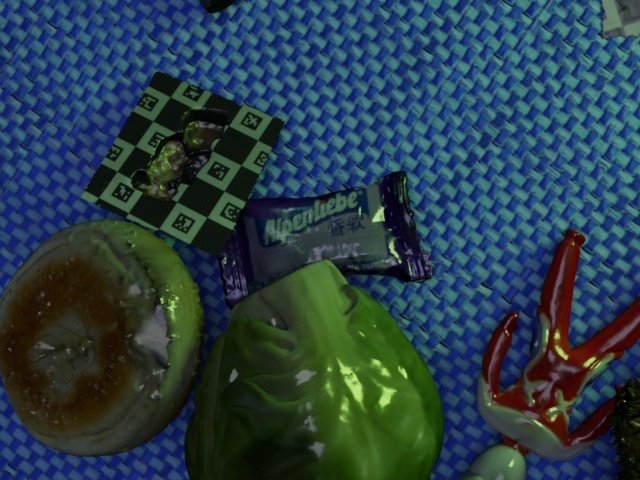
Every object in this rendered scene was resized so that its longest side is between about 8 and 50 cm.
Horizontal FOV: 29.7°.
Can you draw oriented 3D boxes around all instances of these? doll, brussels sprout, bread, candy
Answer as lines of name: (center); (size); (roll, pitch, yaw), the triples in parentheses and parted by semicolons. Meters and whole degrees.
doll: (0.283, 0.185, 1.497); (0.188, 0.099, 0.384); (31, 86, 7)
brussels sprout: (-0.007, 0.203, 1.433); (0.281, 0.289, 0.355); (-7, 82, -37)
bread: (-0.264, 0.122, 1.502); (0.305, 0.158, 0.306); (-1, 87, 33)
candy: (0.000, 0.000, 1.540); (0.275, 0.070, 0.145); (-9, 82, 11)

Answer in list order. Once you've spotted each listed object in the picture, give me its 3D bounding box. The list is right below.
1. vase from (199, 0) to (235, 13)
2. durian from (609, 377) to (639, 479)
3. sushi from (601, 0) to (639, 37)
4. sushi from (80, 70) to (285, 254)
vase: (-0.176, -0.398, 1.567); (0.060, 0.060, 0.211); (-31, 86, 5)
durian: (0.444, 0.265, 1.392); (0.224, 0.291, 0.291); (5, 90, 12)
sushi: (0.516, -0.421, 1.484); (0.339, 0.069, 0.320); (-2, 89, 7)
sushi: (-0.171, -0.091, 1.550); (0.192, 0.050, 0.215); (22, 64, 7)
